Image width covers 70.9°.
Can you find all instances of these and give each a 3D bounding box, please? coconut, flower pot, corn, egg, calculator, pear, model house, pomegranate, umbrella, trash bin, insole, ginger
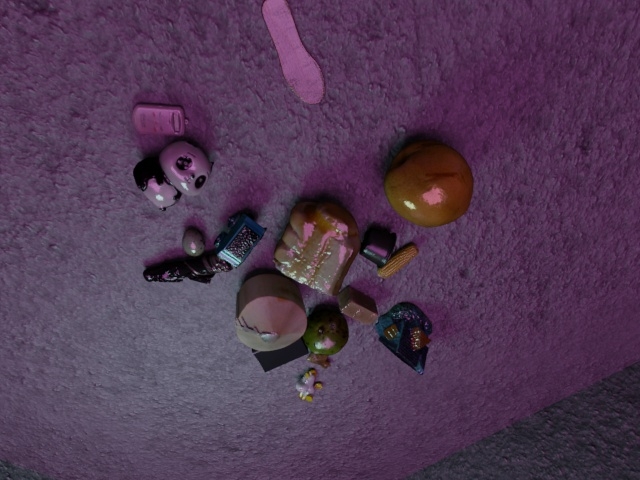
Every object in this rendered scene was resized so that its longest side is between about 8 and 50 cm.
[{"bbox_3d":[-0.208,0.302,1.837,0.323,0.323,0.323,-4,126,-6],"label":"coconut"},{"bbox_3d":[0.223,0.019,1.801,0.107,0.157,0.157,26,119,-8],"label":"flower pot"},{"bbox_3d":[0.327,0.090,1.908,0.206,0.067,0.067,-38,122,17],"label":"corn"},{"bbox_3d":[-0.485,0.008,1.713,0.085,0.085,0.110,-17,122,3],"label":"egg"},{"bbox_3d":[-0.517,-0.390,1.457,0.175,0.032,0.100,1,125,-10],"label":"calculator"},{"bbox_3d":[0.380,-0.197,1.584,0.314,0.314,0.314,-4,126,-6],"label":"pear"},{"bbox_3d":[0.411,0.470,2.089,0.226,0.241,0.261,-36,122,19],"label":"model house"},{"bbox_3d":[0.025,0.418,2.032,0.211,0.211,0.263,-15,160,2],"label":"pomegranate"},{"bbox_3d":[-0.522,0.119,1.778,0.358,0.113,0.106,-11,112,6],"label":"umbrella"},{"bbox_3d":[-0.187,0.490,2.092,0.225,0.115,0.165,-21,125,2],"label":"trash bin"},{"bbox_3d":[-0.081,-0.580,1.404,0.119,0.009,0.348,-22,126,8],"label":"insole"},{"bbox_3d":[0.007,0.580,2.213,0.096,0.067,0.165,-36,136,16],"label":"ginger"}]

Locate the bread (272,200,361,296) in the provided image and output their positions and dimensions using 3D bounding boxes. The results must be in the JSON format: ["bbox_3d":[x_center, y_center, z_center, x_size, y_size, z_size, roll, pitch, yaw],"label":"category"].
[{"bbox_3d":[0.000,0.000,1.712,0.300,0.210,0.341,22,115,3],"label":"bread"}]

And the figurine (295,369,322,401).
[{"bbox_3d":[-0.066,0.733,2.303,0.130,0.109,0.178,-30,128,-20],"label":"figurine"}]

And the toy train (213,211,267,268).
[{"bbox_3d":[-0.303,-0.007,1.663,0.112,0.163,0.203,35,88,-25],"label":"toy train"}]

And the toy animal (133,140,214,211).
[{"bbox_3d":[-0.481,-0.226,1.497,0.235,0.165,0.187,-24,138,8],"label":"toy animal"}]

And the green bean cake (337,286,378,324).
[{"bbox_3d":[0.166,0.291,2.001,0.179,0.109,0.085,30,115,-27],"label":"green bean cake"}]
